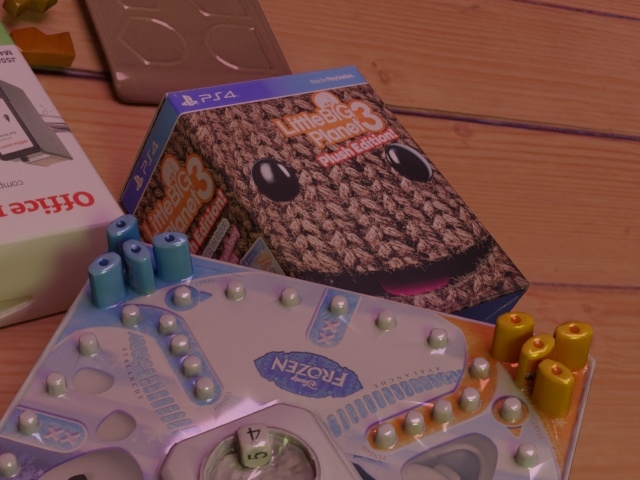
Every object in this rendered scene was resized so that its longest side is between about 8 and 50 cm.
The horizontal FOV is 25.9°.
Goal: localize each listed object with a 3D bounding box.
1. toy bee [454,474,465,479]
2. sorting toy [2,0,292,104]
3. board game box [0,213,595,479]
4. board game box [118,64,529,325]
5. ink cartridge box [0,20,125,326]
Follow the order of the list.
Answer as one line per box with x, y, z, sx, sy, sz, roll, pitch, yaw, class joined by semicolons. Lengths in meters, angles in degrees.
-0.056;0.228;1.006;0.298;0.162;0.195;12;27;23;toy bee
-0.191;-0.230;1.464;0.307;0.041;0.229;0;53;-31;sorting toy
-0.039;0.156;0.924;0.390;0.050;0.390;13;45;13;board game box
0.000;0.000;1.260;0.232;0.141;0.291;-15;58;-40;board game box
-0.317;-0.063;1.153;0.198;0.115;0.273;-14;57;-40;ink cartridge box
